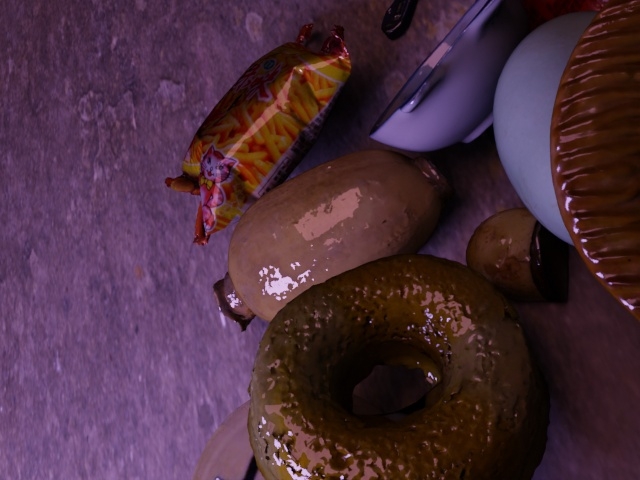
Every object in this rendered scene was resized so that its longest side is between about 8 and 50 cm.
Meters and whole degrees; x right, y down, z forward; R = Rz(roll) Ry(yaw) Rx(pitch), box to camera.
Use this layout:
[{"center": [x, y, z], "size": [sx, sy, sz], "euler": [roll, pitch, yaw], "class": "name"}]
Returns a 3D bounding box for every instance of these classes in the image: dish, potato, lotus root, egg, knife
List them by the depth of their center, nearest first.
[{"center": [0.236, -0.091, 0.730], "size": [0.168, 0.168, 0.230], "euler": [-30, 54, 27], "class": "egg"}, {"center": [0.173, 0.012, 0.812], "size": [0.103, 0.066, 0.096], "euler": [-12, 61, 38], "class": "potato"}, {"center": [0.151, -0.162, 0.852], "size": [0.236, 0.086, 0.228], "euler": [-55, 7, -35], "class": "dish"}, {"center": [-0.001, 0.002, 0.913], "size": [0.303, 0.131, 0.146], "euler": [-31, 53, 27], "class": "lotus root"}, {"center": [0.103, -0.297, 1.033], "size": [0.031, 0.018, 0.121], "euler": [11, 77, 40], "class": "knife"}]

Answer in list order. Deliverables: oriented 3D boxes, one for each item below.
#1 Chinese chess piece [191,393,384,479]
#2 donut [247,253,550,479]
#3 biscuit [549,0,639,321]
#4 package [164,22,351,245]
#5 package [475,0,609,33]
[{"center": [-0.016, 0.268, 0.833], "size": [0.257, 0.104, 0.257], "euler": [-17, 61, 33], "class": "Chinese chess piece"}, {"center": [0.063, 0.123, 0.739], "size": [0.272, 0.107, 0.272], "euler": [-4, 52, 5], "class": "donut"}, {"center": [0.322, -0.066, 0.611], "size": [0.318, 0.040, 0.317], "euler": [0, 89, 5], "class": "biscuit"}, {"center": [-0.069, -0.134, 1.033], "size": [0.288, 0.108, 0.223], "euler": [-48, 26, 4], "class": "package"}, {"center": [0.277, -0.297, 0.856], "size": [0.269, 0.071, 0.194], "euler": [-43, 36, 23], "class": "package"}]
